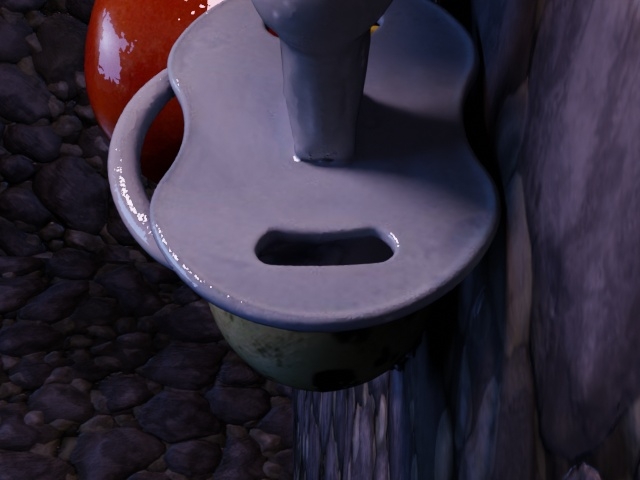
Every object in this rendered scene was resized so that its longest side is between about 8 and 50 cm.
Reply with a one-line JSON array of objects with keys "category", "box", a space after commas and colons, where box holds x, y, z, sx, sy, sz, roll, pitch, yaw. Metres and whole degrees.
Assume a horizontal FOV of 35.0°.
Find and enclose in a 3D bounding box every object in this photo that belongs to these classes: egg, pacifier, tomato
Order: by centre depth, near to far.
[{"category": "pacifier", "box": [-0.012, -0.096, 0.587, 0.226, 0.238, 0.287, 92, -178, -51]}, {"category": "egg", "box": [0.000, 0.000, 0.762, 0.177, 0.177, 0.228, 103, 165, -68]}, {"category": "tomato", "box": [-0.090, -0.196, 1.118, 0.325, 0.293, 0.289, 75, -153, -60]}]

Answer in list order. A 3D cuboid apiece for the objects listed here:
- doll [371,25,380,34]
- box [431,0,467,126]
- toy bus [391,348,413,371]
[{"category": "doll", "box": [0.034, -0.118, 1.021, 0.188, 0.096, 0.145, -77, 2, -46]}, {"category": "box", "box": [0.083, -0.118, 0.747, 0.125, 0.027, 0.126, 119, 153, -80]}, {"category": "toy bus", "box": [0.060, 0.084, 0.893, 0.130, 0.037, 0.052, 101, 176, -71]}]
